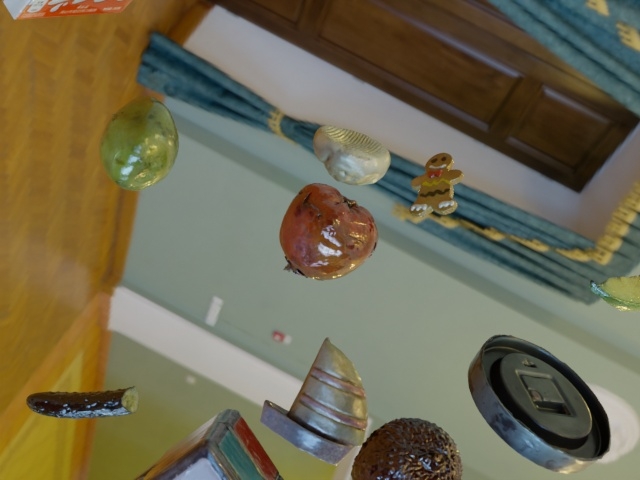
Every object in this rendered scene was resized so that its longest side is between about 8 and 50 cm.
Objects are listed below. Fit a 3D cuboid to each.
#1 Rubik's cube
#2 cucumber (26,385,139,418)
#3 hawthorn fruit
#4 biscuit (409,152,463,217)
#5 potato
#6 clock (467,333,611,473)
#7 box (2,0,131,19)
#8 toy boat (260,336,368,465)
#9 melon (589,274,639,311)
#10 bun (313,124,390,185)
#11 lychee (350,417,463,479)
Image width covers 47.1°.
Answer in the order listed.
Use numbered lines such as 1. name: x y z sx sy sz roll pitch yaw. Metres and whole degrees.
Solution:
1. Rubik's cube: -0.200 0.510 1.215 0.313 0.318 0.316 -35 177 -2
2. cucumber: -0.639 0.436 1.958 0.072 0.303 0.081 8 76 -83
3. hawthorn fruit: 0.000 0.000 2.046 0.307 0.276 0.276 -49 -175 30
4. biscuit: 0.328 -0.164 2.088 0.035 0.158 0.240 55 36 -41
5. potato: -0.481 -0.263 1.974 0.304 0.216 0.216 -86 -159 -60
6. clock: 0.458 0.338 1.540 0.067 0.325 0.325 -59 -179 30
7. box: -0.378 -0.490 1.289 0.265 0.048 0.273 -33 180 33
8. toy boat: 0.013 0.466 2.004 0.293 0.276 0.111 -45 178 -3
9. melon: 0.856 0.141 2.064 0.053 0.262 0.114 -16 -113 57
10. bun: 0.058 -0.177 1.594 0.183 0.183 0.102 -59 171 -68
11. lychee: 0.208 0.553 1.750 0.260 0.261 0.260 -62 179 -2
